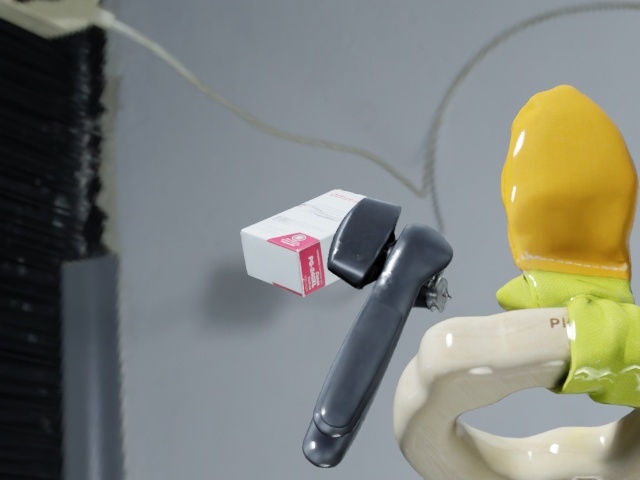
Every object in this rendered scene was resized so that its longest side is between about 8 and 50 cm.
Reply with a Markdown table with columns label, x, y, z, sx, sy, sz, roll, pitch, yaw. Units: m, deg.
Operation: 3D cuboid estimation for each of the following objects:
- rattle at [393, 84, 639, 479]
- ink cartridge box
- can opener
| label | x | y | z | sx | sy | sz | roll | pitch | yaw |
| --- | --- | --- | --- | --- | --- | --- | --- | --- | --- |
| rattle | 0.092 | 0.059 | 0.584 | 0.130 | 0.199 | 0.142 | -20 | 53 | 0 |
| ink cartridge box | 0.000 | 0.000 | 1.583 | 0.109 | 0.150 | 0.063 | 19 | 125 | 48 |
| can opener | 0.028 | 0.052 | 0.744 | 0.073 | 0.059 | 0.186 | 13 | 46 | 10 |
